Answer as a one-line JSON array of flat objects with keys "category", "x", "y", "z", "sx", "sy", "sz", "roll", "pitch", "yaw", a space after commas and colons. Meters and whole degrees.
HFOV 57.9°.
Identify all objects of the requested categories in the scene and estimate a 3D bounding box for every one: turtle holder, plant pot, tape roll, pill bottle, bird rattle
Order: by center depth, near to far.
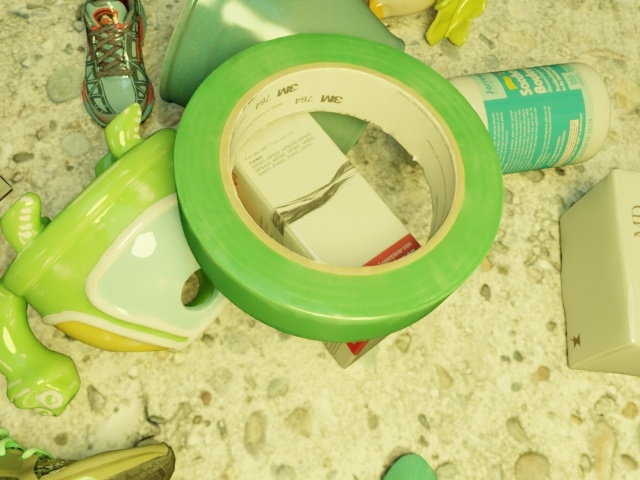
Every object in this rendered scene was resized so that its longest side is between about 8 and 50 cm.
[{"category": "tape roll", "x": 0.018, "y": -0.063, "z": 0.584, "sx": 0.321, "sy": 0.077, "sz": 0.322, "roll": 4, "pitch": 65, "yaw": -8}, {"category": "turtle holder", "x": -0.224, "y": 0.030, "z": 0.655, "sx": 0.227, "sy": 0.243, "sz": 0.320, "roll": 45, "pitch": 48, "yaw": -13}, {"category": "plant pot", "x": -0.037, "y": -0.247, "z": 0.779, "sx": 0.255, "sy": 0.271, "sz": 0.272, "roll": 28, "pitch": 69, "yaw": -8}, {"category": "pill bottle", "x": 0.252, "y": -0.165, "z": 0.818, "sx": 0.263, "sy": 0.146, "sz": 0.146, "roll": -9, "pitch": 70, "yaw": -8}, {"category": "bird rattle", "x": 0.162, "y": -0.446, "z": 0.938, "sx": 0.206, "sy": 0.143, "sz": 0.254, "roll": -10, "pitch": 66, "yaw": 9}]

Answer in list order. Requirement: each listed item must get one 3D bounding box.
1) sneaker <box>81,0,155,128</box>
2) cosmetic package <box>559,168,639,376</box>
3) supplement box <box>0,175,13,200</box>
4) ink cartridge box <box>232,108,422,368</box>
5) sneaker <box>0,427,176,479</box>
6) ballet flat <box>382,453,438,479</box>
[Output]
[{"category": "sneaker", "x": -0.307, "y": -0.284, "z": 0.834, "sx": 0.104, "sy": 0.125, "sz": 0.262, "roll": -9, "pitch": 70, "yaw": -7}, {"category": "cosmetic package", "x": 0.566, "y": 0.066, "z": 0.745, "sx": 0.452, "sy": 0.161, "sz": 0.230, "roll": 6, "pitch": 68, "yaw": -1}, {"category": "supplement box", "x": -0.543, "y": -0.115, "z": 0.759, "sx": 0.220, "sy": 0.114, "sz": 0.111, "roll": 36, "pitch": 71, "yaw": 11}, {"category": "ink cartridge box", "x": 0.000, "y": 0.000, "z": 0.708, "sx": 0.114, "sy": 0.197, "sz": 0.273, "roll": -34, "pitch": 75, "yaw": -18}, {"category": "sneaker", "x": -0.369, "y": 0.255, "z": 0.622, "sx": 0.410, "sy": 0.158, "sz": 0.182, "roll": -11, "pitch": 52, "yaw": -14}, {"category": "ballet flat", "x": 0.078, "y": 0.357, "z": 0.633, "sx": 0.083, "sy": 0.087, "sz": 0.247, "roll": 26, "pitch": 69, "yaw": 6}]
